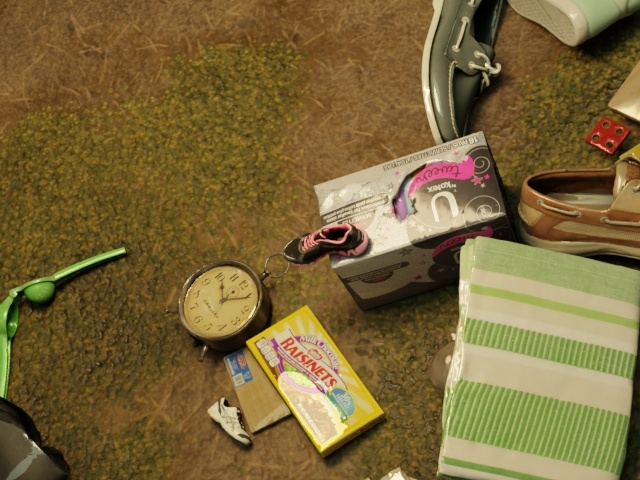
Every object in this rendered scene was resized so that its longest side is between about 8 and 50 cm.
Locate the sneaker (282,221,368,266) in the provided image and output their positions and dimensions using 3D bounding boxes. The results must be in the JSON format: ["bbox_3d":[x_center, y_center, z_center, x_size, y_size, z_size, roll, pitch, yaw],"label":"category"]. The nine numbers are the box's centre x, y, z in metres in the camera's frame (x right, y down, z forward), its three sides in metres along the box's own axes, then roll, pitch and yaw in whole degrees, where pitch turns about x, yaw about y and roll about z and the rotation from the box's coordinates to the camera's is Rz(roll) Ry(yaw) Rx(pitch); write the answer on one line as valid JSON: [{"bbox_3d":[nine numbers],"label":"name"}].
[{"bbox_3d":[0.000,0.000,1.770,0.119,0.057,0.047,-14,66,19],"label":"sneaker"}]

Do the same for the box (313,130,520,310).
[{"bbox_3d":[0.138,-0.022,1.855,0.247,0.163,0.142,-18,61,10],"label":"box"}]

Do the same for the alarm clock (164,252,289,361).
[{"bbox_3d":[-0.122,0.084,1.949,0.192,0.064,0.129,-38,58,0],"label":"alarm clock"}]

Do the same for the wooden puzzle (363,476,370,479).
[{"bbox_3d":[0.056,0.349,1.786,0.083,0.006,0.049,-35,58,0],"label":"wooden puzzle"}]

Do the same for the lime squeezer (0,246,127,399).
[{"bbox_3d":[-0.432,0.105,2.048,0.110,0.059,0.310,30,76,29],"label":"lime squeezer"}]

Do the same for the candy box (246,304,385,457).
[{"bbox_3d":[-0.009,0.193,1.865,0.105,0.027,0.206,-30,59,-12],"label":"candy box"}]

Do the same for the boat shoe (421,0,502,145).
[{"bbox_3d":[0.217,-0.276,1.990,0.099,0.116,0.319,-4,58,21],"label":"boat shoe"}]

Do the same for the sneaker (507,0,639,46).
[{"bbox_3d":[0.374,-0.390,2.018,0.151,0.094,0.256,-24,47,-14],"label":"sneaker"}]

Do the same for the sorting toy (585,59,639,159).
[{"bbox_3d":[0.494,-0.196,1.893,0.132,0.046,0.274,30,76,29],"label":"sorting toy"}]

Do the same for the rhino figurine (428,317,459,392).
[{"bbox_3d":[0.249,0.200,1.759,0.243,0.073,0.106,34,73,22],"label":"rhino figurine"}]

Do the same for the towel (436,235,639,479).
[{"bbox_3d":[0.280,0.166,1.710,0.248,0.038,0.324,13,67,-5],"label":"towel"}]

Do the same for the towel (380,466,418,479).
[{"bbox_3d":[0.042,0.437,1.719,0.282,0.049,0.187,-33,60,2],"label":"towel"}]

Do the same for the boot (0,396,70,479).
[{"bbox_3d":[-0.510,0.465,1.853,0.445,0.146,0.367,-44,61,-11],"label":"boot"}]

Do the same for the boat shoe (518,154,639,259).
[{"bbox_3d":[0.420,-0.048,1.785,0.324,0.116,0.123,-5,40,15],"label":"boat shoe"}]

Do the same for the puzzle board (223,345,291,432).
[{"bbox_3d":[-0.075,0.199,1.905,0.096,0.011,0.128,-27,58,5],"label":"puzzle board"}]

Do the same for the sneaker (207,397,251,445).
[{"bbox_3d":[-0.122,0.252,1.881,0.037,0.032,0.083,-46,60,-8],"label":"sneaker"}]
